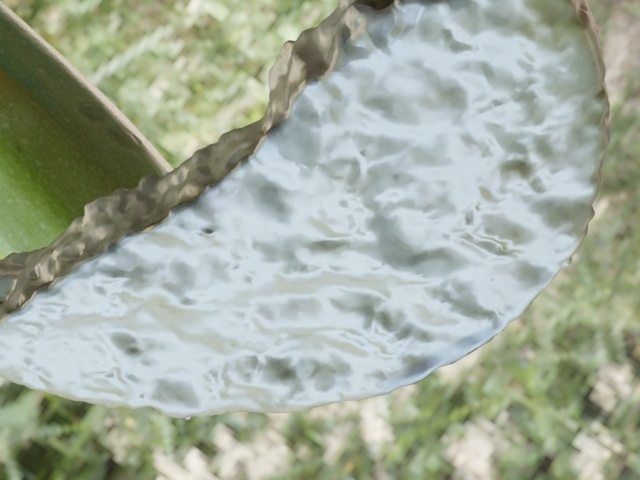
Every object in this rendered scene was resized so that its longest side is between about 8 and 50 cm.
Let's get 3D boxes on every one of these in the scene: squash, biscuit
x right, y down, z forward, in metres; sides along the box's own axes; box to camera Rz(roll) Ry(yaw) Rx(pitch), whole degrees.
[{"bbox_3d":[-0.147,-0.060,0.761,0.188,0.095,0.095,46,170,5],"label":"squash"},{"bbox_3d":[0.005,0.000,0.626,0.133,0.250,0.032,36,-147,-30],"label":"biscuit"}]
